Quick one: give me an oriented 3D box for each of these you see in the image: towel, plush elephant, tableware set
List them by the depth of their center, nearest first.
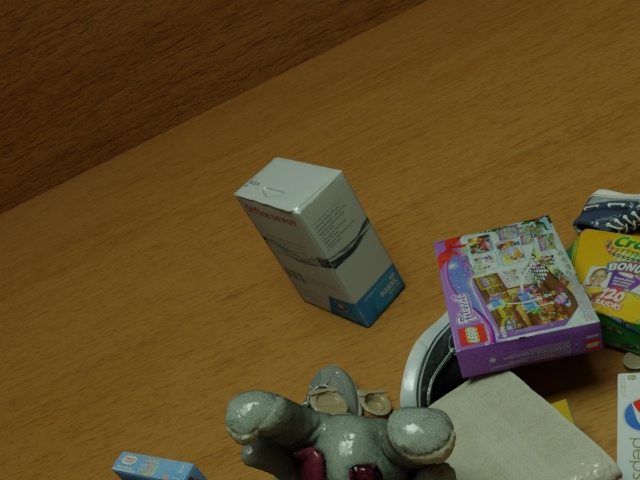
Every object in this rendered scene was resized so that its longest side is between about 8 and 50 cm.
[{"bbox_3d":[0.027,0.349,0.903,0.272,0.330,0.255,4,66,15],"label":"plush elephant"},{"bbox_3d":[0.232,0.276,0.959,0.187,0.049,0.282,-33,22,-5],"label":"towel"},{"bbox_3d":[0.062,0.291,1.180,0.141,0.020,0.169,6,32,-22],"label":"tableware set"}]

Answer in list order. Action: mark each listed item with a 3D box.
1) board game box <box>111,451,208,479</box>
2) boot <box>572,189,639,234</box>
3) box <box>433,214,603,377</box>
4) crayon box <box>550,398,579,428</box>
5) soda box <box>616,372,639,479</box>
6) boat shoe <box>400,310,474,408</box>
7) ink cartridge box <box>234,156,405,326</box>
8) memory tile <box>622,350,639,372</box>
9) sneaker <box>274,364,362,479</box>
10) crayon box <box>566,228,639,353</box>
[{"bbox_3d":[-0.206,0.413,1.142,0.160,0.211,0.039,-4,41,36],"label":"board game box"},{"bbox_3d":[0.542,-0.036,1.289,0.086,0.069,0.190,-50,28,-16],"label":"boot"},{"bbox_3d":[0.294,0.077,1.145,0.201,0.057,0.293,-13,31,10],"label":"box"},{"bbox_3d":[0.264,0.361,0.915,0.203,0.083,0.323,-23,25,14],"label":"crayon box"},{"bbox_3d":[0.425,0.273,0.942,0.074,0.069,0.216,-10,38,30],"label":"soda box"},{"bbox_3d":[0.228,0.185,1.171,0.102,0.108,0.301,6,27,34],"label":"boat shoe"},{"bbox_3d":[0.000,0.000,1.453,0.129,0.307,0.223,-45,34,-20],"label":"ink cartridge box"},{"bbox_3d":[0.520,0.140,1.102,0.113,0.012,0.148,-4,41,37],"label":"memory tile"},{"bbox_3d":[-0.004,0.308,1.210,0.105,0.115,0.281,-16,35,24],"label":"sneaker"},{"bbox_3d":[0.485,0.081,1.120,0.165,0.081,0.278,-45,28,-18],"label":"crayon box"}]
